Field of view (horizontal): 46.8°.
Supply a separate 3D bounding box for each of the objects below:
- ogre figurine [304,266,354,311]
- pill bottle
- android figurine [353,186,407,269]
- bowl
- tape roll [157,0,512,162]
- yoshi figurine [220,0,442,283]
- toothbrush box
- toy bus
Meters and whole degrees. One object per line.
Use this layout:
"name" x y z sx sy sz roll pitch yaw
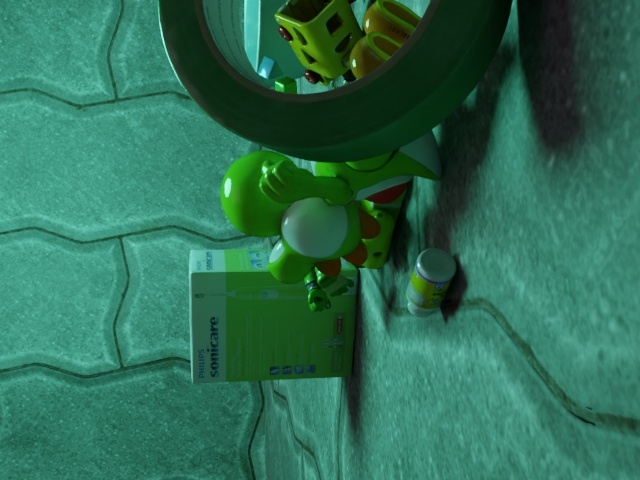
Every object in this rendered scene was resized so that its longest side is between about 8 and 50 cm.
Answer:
"ogre figurine" 0.000 0.000 1.061 0.197 0.097 0.118 76 172 -52
"pill bottle" 0.120 0.050 0.817 0.083 0.043 0.043 101 165 -49
"android figurine" 0.070 -0.088 1.060 0.273 0.056 0.248 100 166 -53
"bowl" -0.053 -0.438 1.404 0.311 0.163 0.311 179 90 -81
"tape roll" 0.008 -0.234 0.669 0.077 0.321 0.321 10 -103 -68
"yoshi figurine" -0.010 -0.101 0.857 0.203 0.203 0.362 59 135 30
"toothbrush box" -0.087 0.128 1.301 0.122 0.283 0.206 -119 29 -69
"toy bus" 0.019 -0.305 1.158 0.104 0.202 0.191 36 125 39
